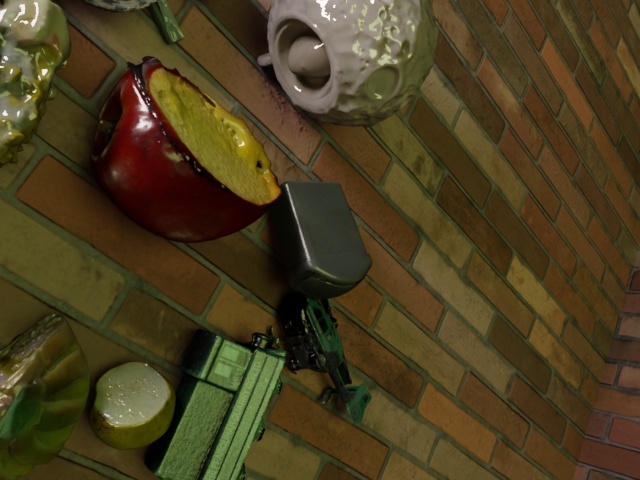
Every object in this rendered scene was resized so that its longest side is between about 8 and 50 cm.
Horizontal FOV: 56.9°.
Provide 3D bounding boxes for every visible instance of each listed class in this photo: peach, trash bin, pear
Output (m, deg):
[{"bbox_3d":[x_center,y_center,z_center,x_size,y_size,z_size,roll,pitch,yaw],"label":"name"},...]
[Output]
[{"bbox_3d":[-0.232,-0.119,1.003,0.361,0.201,0.258,27,37,-51],"label":"peach"},{"bbox_3d":[0.000,0.000,1.207,0.176,0.101,0.237,-3,66,-38],"label":"trash bin"},{"bbox_3d":[-0.315,0.284,0.987,0.141,0.141,0.104,-21,144,-38],"label":"pear"}]

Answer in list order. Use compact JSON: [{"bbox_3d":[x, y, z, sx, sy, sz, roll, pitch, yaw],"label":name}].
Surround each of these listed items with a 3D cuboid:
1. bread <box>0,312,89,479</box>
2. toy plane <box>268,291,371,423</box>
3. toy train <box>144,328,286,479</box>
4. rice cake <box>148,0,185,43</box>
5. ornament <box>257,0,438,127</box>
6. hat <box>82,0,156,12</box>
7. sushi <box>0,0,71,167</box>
[{"bbox_3d":[-0.421,0.238,0.871,0.156,0.158,0.261,20,80,-42],"label":"bread"},{"bbox_3d":[0.010,0.239,1.267,0.155,0.106,0.382,-41,110,-50],"label":"toy plane"},{"bbox_3d":[-0.196,0.312,1.079,0.178,0.138,0.331,31,73,-26],"label":"toy train"},{"bbox_3d":[-0.296,-0.436,1.042,0.030,0.042,0.180,-38,113,-30],"label":"rice cake"},{"bbox_3d":[0.068,-0.397,1.158,0.336,0.337,0.338,0,90,-40],"label":"ornament"},{"bbox_3d":[-0.362,-0.477,0.930,0.265,0.128,0.266,-2,93,-45],"label":"hat"},{"bbox_3d":[-0.511,-0.266,0.729,0.351,0.240,0.397,1,85,-36],"label":"sushi"}]
